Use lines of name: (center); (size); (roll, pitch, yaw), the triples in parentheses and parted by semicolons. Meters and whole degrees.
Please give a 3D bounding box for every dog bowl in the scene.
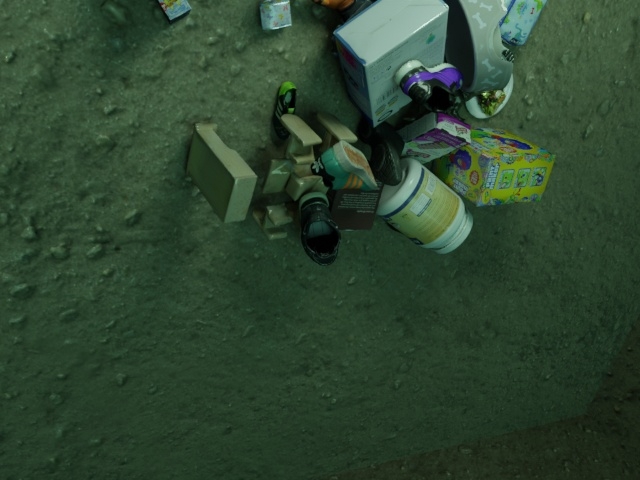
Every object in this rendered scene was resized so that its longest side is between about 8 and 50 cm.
dog bowl: (0.444, -0.600, 1.565); (0.102, 0.348, 0.348); (-18, 126, 1)

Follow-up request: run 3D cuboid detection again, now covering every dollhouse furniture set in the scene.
dollhouse furniture set: (-0.160, -0.215, 1.598); (0.394, 0.256, 0.362); (-13, 140, -38)

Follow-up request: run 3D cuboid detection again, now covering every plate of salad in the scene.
plate of salad: (0.594, -0.520, 1.856); (0.200, 0.048, 0.199); (-12, 124, -18)

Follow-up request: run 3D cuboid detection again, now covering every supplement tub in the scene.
supplement tub: (0.350, -0.114, 1.840); (0.316, 0.228, 0.228); (35, 101, -23)

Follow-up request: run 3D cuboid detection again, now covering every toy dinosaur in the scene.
toy dinosaur: (0.401, -0.465, 1.778); (0.314, 0.121, 0.160); (-13, 112, -11)

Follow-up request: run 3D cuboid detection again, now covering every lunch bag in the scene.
lunch bag: (-0.127, -0.620, 1.456); (0.083, 0.053, 0.071); (-23, 129, -22)
lunch bag: (0.618, -0.749, 1.701); (0.176, 0.090, 0.219); (19, 109, -29)

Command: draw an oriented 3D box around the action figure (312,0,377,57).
action figure: (0.107, -0.697, 1.450); (0.341, 0.178, 0.330); (-35, 135, 18)

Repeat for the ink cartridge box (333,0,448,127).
ink cartridge box: (0.208, -0.505, 1.533); (0.270, 0.151, 0.395); (-35, 160, -1)

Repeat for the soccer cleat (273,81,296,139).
soccer cleat: (-0.103, -0.384, 1.599); (0.060, 0.072, 0.178); (-5, 121, -22)

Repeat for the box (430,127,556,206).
box: (0.592, -0.263, 1.861); (0.279, 0.290, 0.177); (-7, 122, -22)

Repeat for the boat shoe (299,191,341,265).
boat shoe: (0.004, -0.001, 1.658); (0.127, 0.113, 0.340); (-10, 143, -6)

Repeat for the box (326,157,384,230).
box: (0.088, -0.159, 1.767); (0.169, 0.167, 0.203); (1, 119, -25)

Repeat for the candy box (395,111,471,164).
candy box: (0.353, -0.333, 1.753); (0.159, 0.233, 0.071); (14, 72, -30)

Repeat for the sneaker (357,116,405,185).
sneaker: (0.218, -0.288, 1.679); (0.130, 0.286, 0.109); (7, 143, -29)

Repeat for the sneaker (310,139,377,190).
sneaker: (0.069, -0.198, 1.533); (0.121, 0.108, 0.302); (-24, 161, 19)

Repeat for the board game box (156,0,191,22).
board game box: (-0.373, -0.599, 1.265); (0.060, 0.194, 0.194); (-32, 128, -4)

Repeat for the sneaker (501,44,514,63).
sneaker: (0.560, -0.616, 1.739); (0.081, 0.094, 0.208); (-42, 136, 8)

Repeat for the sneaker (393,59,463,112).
sneaker: (0.335, -0.419, 1.506); (0.293, 0.146, 0.102); (-15, 153, -45)

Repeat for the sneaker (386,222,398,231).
sneaker: (0.348, -0.067, 2.019); (0.235, 0.084, 0.097); (21, 85, -34)
